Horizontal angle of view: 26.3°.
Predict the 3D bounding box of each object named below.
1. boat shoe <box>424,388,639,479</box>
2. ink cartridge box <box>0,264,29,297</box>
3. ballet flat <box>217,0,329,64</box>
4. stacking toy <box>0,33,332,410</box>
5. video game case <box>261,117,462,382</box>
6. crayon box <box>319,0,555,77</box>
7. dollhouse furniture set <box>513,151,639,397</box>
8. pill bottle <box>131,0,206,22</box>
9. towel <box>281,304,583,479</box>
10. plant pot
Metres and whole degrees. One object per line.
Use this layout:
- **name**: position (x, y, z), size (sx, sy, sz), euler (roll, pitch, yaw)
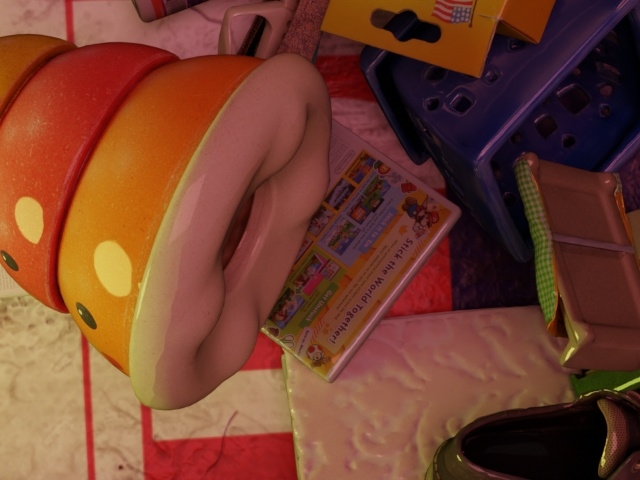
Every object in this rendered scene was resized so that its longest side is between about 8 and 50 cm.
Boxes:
- **boat shoe**: position (0.280, 0.213, 1.304), size (0.355, 0.130, 0.132), euler (-8, 58, -8)
- **ink cartridge box**: position (-0.336, -0.029, 1.428), size (0.225, 0.056, 0.181), euler (-7, 90, -3)
- **ballet flat**: position (-0.036, -0.238, 1.380), size (0.106, 0.107, 0.316), euler (11, 113, -27)
- **stacking toy**: position (-0.256, -0.079, 1.303), size (0.480, 0.350, 0.350), euler (23, 86, 13)
- **video game case**: position (0.000, 0.000, 1.441), size (0.206, 0.026, 0.227), euler (36, 84, 16)
- **crayon box**: position (0.142, -0.313, 1.264), size (0.202, 0.081, 0.318), euler (24, 95, 38)
- **dollhouse furniture set**: position (0.257, 0.051, 1.352), size (0.301, 0.151, 0.197), euler (9, 59, -45)
- **pill bottle**: position (-0.115, -0.309, 1.427), size (0.193, 0.108, 0.108), euler (-22, 91, -7)
- **towel**: position (0.131, 0.226, 1.398), size (0.317, 0.053, 0.332), euler (-5, 59, -5)
- **plant pot**: position (0.187, -0.157, 1.382), size (0.236, 0.236, 0.212), euler (-46, 57, -5)
